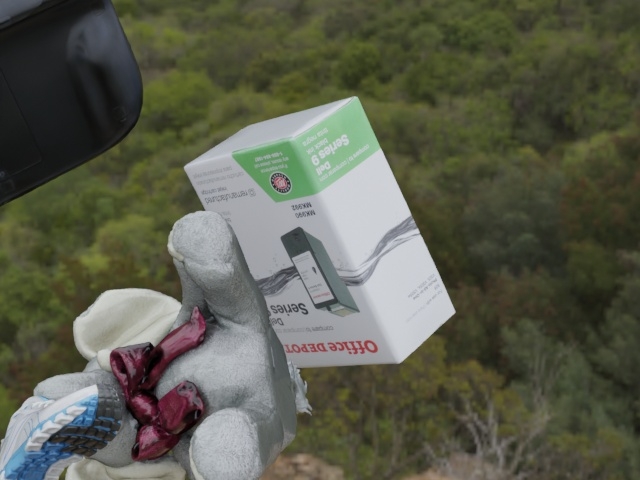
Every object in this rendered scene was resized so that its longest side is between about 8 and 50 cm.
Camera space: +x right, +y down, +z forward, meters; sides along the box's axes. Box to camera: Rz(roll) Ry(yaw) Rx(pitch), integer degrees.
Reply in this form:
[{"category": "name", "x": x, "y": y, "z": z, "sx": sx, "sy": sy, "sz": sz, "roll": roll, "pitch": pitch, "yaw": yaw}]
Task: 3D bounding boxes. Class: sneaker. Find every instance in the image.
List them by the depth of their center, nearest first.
[{"category": "sneaker", "x": -0.249, "y": 0.169, "z": 1.076, "sx": 0.071, "sy": 0.190, "sz": 0.083, "roll": 20, "pitch": 43, "yaw": -37}]

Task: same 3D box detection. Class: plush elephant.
[{"category": "plush elephant", "x": -0.166, "y": 0.154, "z": 1.199, "sx": 0.255, "sy": 0.330, "sz": 0.272, "roll": -12, "pitch": 71, "yaw": 8}]

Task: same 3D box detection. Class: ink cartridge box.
[{"category": "ink cartridge box", "x": 0.000, "y": 0.000, "z": 1.380, "sx": 0.211, "sy": 0.289, "sz": 0.121, "roll": -9, "pitch": 22, "yaw": 49}]

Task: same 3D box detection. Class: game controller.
[{"category": "game controller", "x": -0.268, "y": -0.078, "z": 0.749, "sx": 0.319, "sy": 0.167, "sz": 0.067, "roll": -29, "pitch": 35, "yaw": -18}]
